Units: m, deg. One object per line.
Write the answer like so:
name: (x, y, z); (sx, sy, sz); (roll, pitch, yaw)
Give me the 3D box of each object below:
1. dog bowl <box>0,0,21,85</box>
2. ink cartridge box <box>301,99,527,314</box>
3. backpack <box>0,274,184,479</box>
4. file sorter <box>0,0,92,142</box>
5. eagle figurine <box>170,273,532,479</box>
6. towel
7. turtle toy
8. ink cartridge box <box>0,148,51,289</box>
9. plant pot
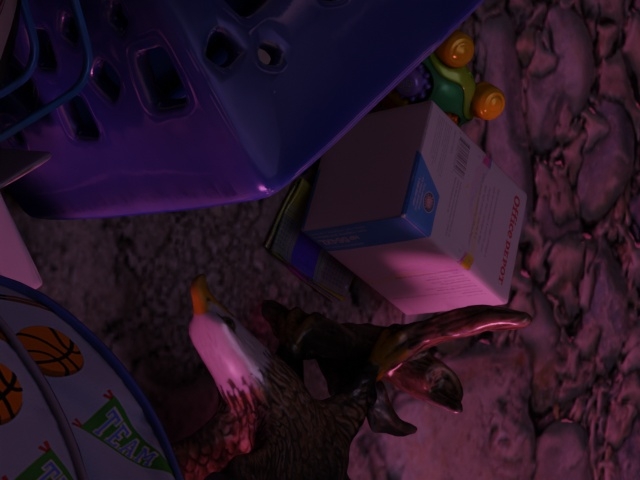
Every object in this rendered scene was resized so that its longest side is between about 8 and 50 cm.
dog bowl: (-0.291, -0.157, 0.491); (0.408, 0.150, 0.408); (8, 62, -15)
ink cartridge box: (0.072, -0.014, 1.042); (0.143, 0.090, 0.092); (40, 54, -39)
backpack: (-0.183, 0.125, 0.580); (0.263, 0.213, 0.276); (-15, 67, -36)
file sorter: (-0.206, -0.112, 0.707); (0.104, 0.170, 0.118); (-39, 129, -38)
eagle figurine: (-0.044, 0.130, 0.880); (0.225, 0.226, 0.298); (41, 41, 0)
towel: (0.000, 0.000, 1.040); (0.083, 0.009, 0.060); (38, 69, -40)
turtle toy: (0.063, -0.121, 1.042); (0.066, 0.095, 0.130); (-42, 124, -8)
ink cartridge box: (-0.218, 0.021, 0.765); (0.180, 0.104, 0.060); (-38, 119, -35)
plant pot: (-0.074, -0.163, 0.804); (0.236, 0.236, 0.212); (-45, 116, -32)
